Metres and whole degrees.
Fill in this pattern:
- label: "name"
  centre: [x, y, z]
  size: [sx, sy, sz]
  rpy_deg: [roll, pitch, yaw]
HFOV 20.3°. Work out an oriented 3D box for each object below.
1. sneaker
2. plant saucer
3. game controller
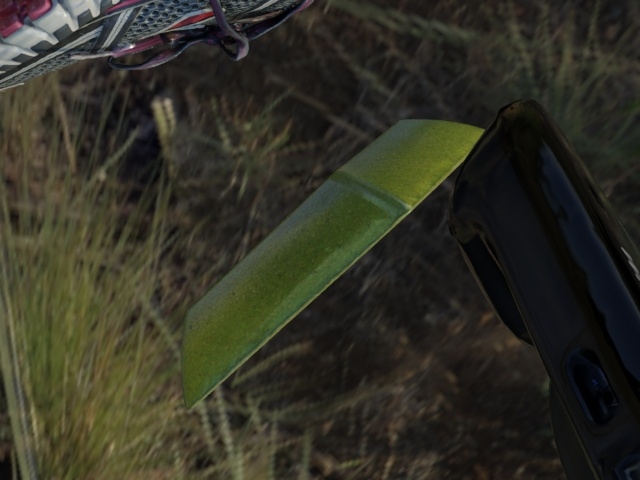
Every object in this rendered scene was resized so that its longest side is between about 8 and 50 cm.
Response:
- label: "sneaker"
  centre: [-0.086, -0.140, 0.971]
  size: [0.299, 0.112, 0.121]
  rpy_deg: [-21, 42, 23]
- label: "plant saucer"
  centre: [0.000, 0.000, 1.054]
  size: [0.045, 0.188, 0.188]
  rpy_deg: [48, 25, 1]
- label: "game controller"
  centre: [0.111, 0.104, 0.394]
  size: [0.067, 0.166, 0.319]
  rpy_deg: [-25, 45, 4]
